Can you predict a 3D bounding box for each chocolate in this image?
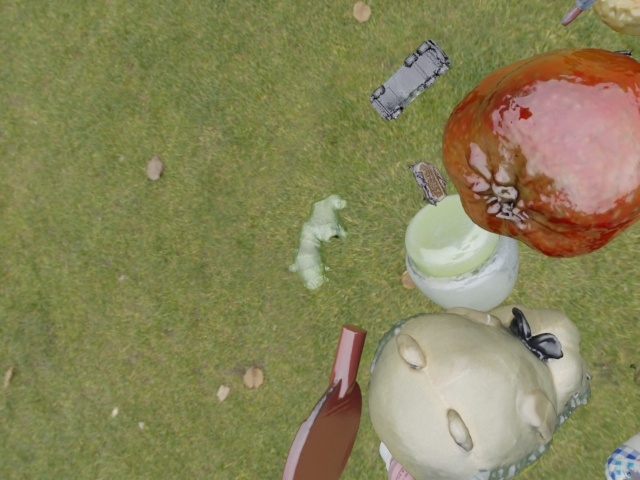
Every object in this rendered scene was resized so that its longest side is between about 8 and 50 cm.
[{"bbox_3d":[0.240,-0.135,1.201,0.065,0.329,0.102,-27,93,11],"label":"chocolate"}]

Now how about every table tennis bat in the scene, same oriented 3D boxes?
[{"bbox_3d":[0.018,0.278,0.820,0.038,0.200,0.310,17,99,28],"label":"table tennis bat"}]

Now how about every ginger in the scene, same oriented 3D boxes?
[{"bbox_3d":[0.000,-0.005,1.521,0.137,0.089,0.289,23,73,1],"label":"ginger"}]

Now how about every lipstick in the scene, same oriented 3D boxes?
[{"bbox_3d":[0.329,-0.298,0.647,0.025,0.107,0.025,32,59,-4],"label":"lipstick"}]

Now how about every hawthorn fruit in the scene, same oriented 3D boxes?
[{"bbox_3d":[0.340,-0.144,0.734,0.330,0.287,0.287,-41,80,-19],"label":"hawthorn fruit"}]

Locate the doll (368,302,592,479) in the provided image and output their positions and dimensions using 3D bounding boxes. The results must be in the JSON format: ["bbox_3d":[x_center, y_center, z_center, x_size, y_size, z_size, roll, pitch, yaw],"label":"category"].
[{"bbox_3d":[0.233,0.196,0.744,0.247,0.350,0.247,-6,82,51],"label":"doll"}]

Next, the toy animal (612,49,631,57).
[{"bbox_3d":[0.484,-0.314,1.035,0.127,0.131,0.182,-59,36,11],"label":"toy animal"}]

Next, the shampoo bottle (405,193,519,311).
[{"bbox_3d":[0.419,0.048,1.602,0.323,0.317,0.322,-20,41,18],"label":"shampoo bottle"}]

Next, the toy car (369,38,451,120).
[{"bbox_3d":[0.169,-0.306,1.041,0.165,0.062,0.071,-44,100,7],"label":"toy car"}]

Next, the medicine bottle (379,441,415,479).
[{"bbox_3d":[0.240,0.564,1.292,0.147,0.247,0.147,-7,110,-19],"label":"medicine bottle"}]

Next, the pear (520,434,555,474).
[{"bbox_3d":[0.324,0.302,1.022,0.253,0.253,0.307,20,112,12],"label":"pear"}]

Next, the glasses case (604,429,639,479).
[{"bbox_3d":[0.554,0.321,0.810,0.125,0.328,0.076,50,140,36],"label":"glasses case"}]

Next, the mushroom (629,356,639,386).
[{"bbox_3d":[0.787,0.282,1.104,0.217,0.292,0.212,44,134,21],"label":"mushroom"}]

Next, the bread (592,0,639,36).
[{"bbox_3d":[0.531,-0.417,0.792,0.244,0.134,0.244,10,104,45],"label":"bread"}]
